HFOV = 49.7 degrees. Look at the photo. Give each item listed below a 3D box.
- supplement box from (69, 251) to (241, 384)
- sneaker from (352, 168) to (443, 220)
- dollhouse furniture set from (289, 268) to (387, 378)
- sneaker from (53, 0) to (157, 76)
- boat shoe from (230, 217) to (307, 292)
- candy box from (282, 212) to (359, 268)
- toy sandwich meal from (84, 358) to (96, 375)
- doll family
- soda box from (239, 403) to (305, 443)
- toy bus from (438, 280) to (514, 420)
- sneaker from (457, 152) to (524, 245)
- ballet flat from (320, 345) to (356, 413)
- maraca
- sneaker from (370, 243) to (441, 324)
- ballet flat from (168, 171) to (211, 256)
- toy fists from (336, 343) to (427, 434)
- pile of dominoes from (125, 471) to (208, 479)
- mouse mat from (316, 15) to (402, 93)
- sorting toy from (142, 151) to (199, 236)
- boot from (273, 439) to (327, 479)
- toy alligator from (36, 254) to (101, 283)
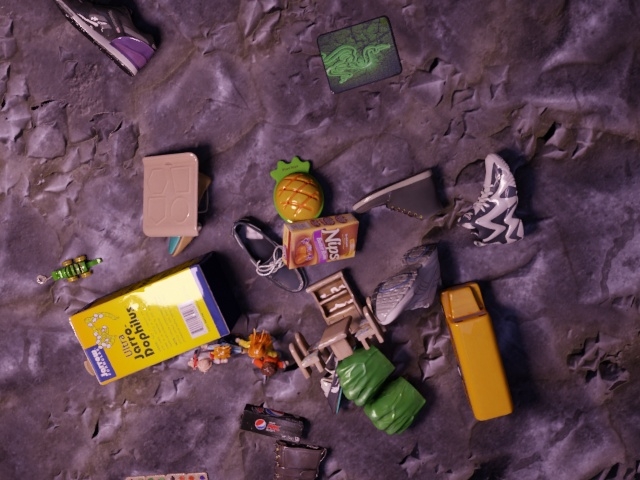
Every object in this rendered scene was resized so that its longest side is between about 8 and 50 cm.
[{"bbox_3d":[-0.413,0.193,1.771,0.357,0.194,0.195,-23,97,5],"label":"supplement box"},{"bbox_3d":[0.200,-0.088,1.760,0.222,0.083,0.118,-22,98,4],"label":"sneaker"},{"bbox_3d":[0.034,0.191,1.724,0.212,0.242,0.161,-28,97,13],"label":"dollhouse furniture set"},{"bbox_3d":[-0.534,-0.547,1.725,0.283,0.107,0.124,42,83,-8],"label":"sneaker"},{"bbox_3d":[-0.133,0.042,1.795,0.095,0.079,0.254,-39,97,2],"label":"boat shoe"},{"bbox_3d":[0.000,0.000,1.742,0.187,0.053,0.109,-11,125,-24],"label":"candy box"},{"bbox_3d":[-0.598,0.333,1.885,0.086,0.029,0.085,0,95,-1],"label":"toy sandwich meal"},{"bbox_3d":[-0.213,0.278,1.791,0.263,0.163,0.118,2,99,2],"label":"doll family"},{"bbox_3d":[-0.130,0.496,1.877,0.169,0.053,0.060,14,98,-1],"label":"soda box"},{"bbox_3d":[0.400,0.280,1.784,0.108,0.130,0.332,-15,98,4],"label":"toy bus"},{"bbox_3d":[0.411,-0.092,1.745,0.153,0.094,0.234,-17,108,-4],"label":"sneaker"},{"bbox_3d":[0.040,0.360,1.844,0.074,0.074,0.203,14,97,0],"label":"ballet flat"},{"bbox_3d":[-0.061,-0.126,1.762,0.127,0.099,0.185,-15,73,-5],"label":"maraca"},{"bbox_3d":[0.230,0.124,1.708,0.111,0.297,0.129,-9,113,42],"label":"sneaker"},{"bbox_3d":[-0.333,-0.064,1.793,0.073,0.080,0.232,10,103,-29],"label":"ballet flat"},{"bbox_3d":[0.149,0.392,1.803,0.142,0.096,0.279,-46,113,-11],"label":"toy fists"},{"bbox_3d":[-0.433,0.753,1.935,0.251,0.040,0.195,-5,98,3],"label":"pile of dominoes"},{"bbox_3d":[0.098,-0.468,1.746,0.190,0.007,0.152,-16,98,5],"label":"mouse mat"},{"bbox_3d":[-0.378,-0.113,1.758,0.193,0.038,0.208,0,93,35],"label":"sorting toy"},{"bbox_3d":[-0.115,0.658,1.895,0.263,0.091,0.228,1,93,-2],"label":"boot"},{"bbox_3d":[-0.676,0.085,1.837,0.190,0.051,0.056,-17,97,5],"label":"toy alligator"}]
